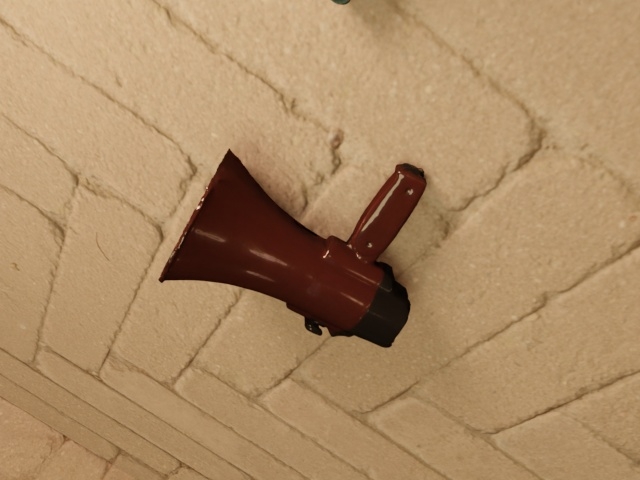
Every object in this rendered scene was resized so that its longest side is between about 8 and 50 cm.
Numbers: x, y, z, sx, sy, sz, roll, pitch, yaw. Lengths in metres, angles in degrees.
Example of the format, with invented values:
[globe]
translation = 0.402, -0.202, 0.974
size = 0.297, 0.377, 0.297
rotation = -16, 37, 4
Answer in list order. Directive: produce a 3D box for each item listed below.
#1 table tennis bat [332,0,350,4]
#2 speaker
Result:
[table tennis bat]
translation = 0.080, -0.311, 0.419
size = 0.153, 0.040, 0.244
rotation = 41, 127, -10
[speaker]
translation = -0.013, -0.007, 0.665
size = 0.330, 0.198, 0.259
rotation = 21, 94, -13
